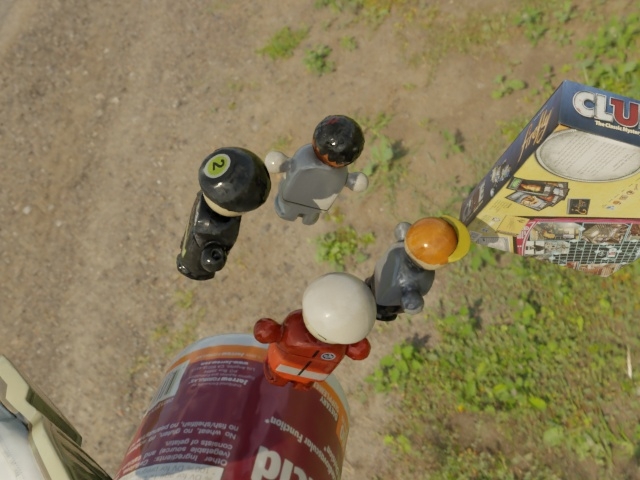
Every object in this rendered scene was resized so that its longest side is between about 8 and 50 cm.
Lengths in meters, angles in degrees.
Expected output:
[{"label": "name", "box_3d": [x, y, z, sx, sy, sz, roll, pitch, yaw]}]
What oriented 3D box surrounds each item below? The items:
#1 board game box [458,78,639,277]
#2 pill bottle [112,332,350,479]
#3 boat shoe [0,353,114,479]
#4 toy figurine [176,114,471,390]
[{"label": "board game box", "box_3d": [0.237, -0.040, 0.669, 0.165, 0.243, 0.042, 15, 69, -3]}, {"label": "pill bottle", "box_3d": [-0.105, 0.292, 0.726, 0.224, 0.224, 0.392, -15, 30, 21]}, {"label": "boat shoe", "box_3d": [-0.218, 0.185, 0.556, 0.103, 0.113, 0.302, -43, 29, -19]}, {"label": "toy figurine", "box_3d": [0.000, 0.000, 0.672, 0.210, 0.148, 0.213, -29, 72, -38]}]
